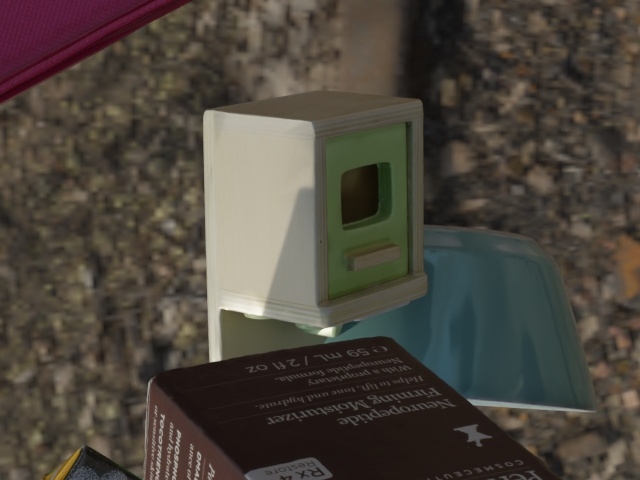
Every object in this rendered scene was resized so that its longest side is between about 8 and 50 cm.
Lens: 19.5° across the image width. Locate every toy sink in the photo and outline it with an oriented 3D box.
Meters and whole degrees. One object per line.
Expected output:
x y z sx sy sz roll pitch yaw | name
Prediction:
0.000 0.000 1.572 0.131 0.153 0.234 9 105 38 | toy sink

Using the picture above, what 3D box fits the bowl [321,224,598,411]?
0.113 0.075 1.782 0.311 0.311 0.163 -1 82 38 | bowl

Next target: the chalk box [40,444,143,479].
-0.124 0.262 1.311 0.213 0.132 0.132 35 155 -8 | chalk box

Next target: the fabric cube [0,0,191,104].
-0.219 -0.153 0.758 0.259 0.254 0.258 63 168 -11 | fabric cube

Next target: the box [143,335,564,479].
0.013 0.178 1.055 0.203 0.168 0.167 37 128 51 | box
